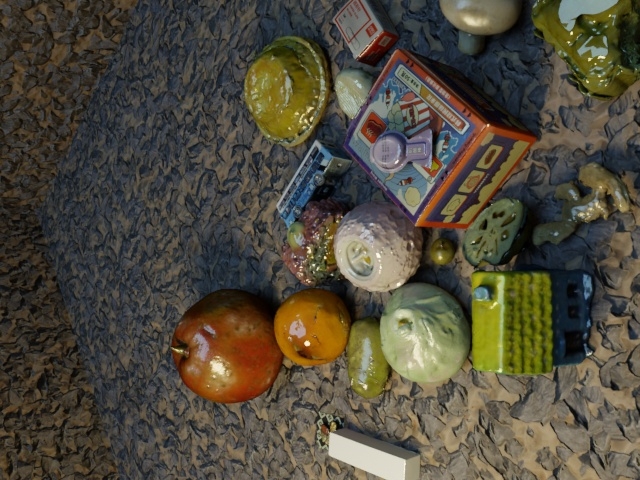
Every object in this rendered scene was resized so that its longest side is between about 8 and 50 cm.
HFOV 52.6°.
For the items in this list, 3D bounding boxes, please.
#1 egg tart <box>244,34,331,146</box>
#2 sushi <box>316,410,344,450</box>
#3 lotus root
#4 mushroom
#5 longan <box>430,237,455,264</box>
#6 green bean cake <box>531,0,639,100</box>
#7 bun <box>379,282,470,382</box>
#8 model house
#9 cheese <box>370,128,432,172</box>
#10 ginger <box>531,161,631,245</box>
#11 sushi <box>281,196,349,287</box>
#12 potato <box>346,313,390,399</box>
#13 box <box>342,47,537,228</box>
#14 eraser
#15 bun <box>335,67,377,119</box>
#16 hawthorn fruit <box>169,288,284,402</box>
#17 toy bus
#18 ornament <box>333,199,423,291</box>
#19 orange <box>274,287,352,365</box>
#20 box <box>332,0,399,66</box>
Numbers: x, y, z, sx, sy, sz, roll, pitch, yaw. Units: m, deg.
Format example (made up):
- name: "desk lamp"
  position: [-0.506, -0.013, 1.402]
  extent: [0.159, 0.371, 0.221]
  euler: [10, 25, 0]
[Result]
- name: "egg tart"
  position: [-0.136, -0.513, 2.205]
  extent: [0.387, 0.168, 0.388]
  euler: [4, 95, 42]
- name: "sushi"
  position: [0.023, 0.627, 2.103]
  extent: [0.126, 0.026, 0.120]
  euler: [-1, 89, 46]
- name: "lotus root"
  position: [0.456, -0.005, 1.629]
  extent: [0.204, 0.077, 0.183]
  euler: [-54, 26, 11]
- name: "mushroom"
  position: [0.415, -0.593, 1.652]
  extent: [0.206, 0.209, 0.207]
  euler: [-15, 56, 23]
- name: "longan"
  position: [0.332, 0.027, 1.768]
  extent: [0.075, 0.083, 0.075]
  euler: [-8, 58, 13]
- name: "green bean cake"
  position: [0.633, -0.491, 1.392]
  extent: [0.310, 0.202, 0.285]
  euler: [-47, 60, 34]
- name: "bun"
  position: [0.260, 0.257, 1.765]
  extent: [0.283, 0.179, 0.284]
  euler: [3, 94, 45]
- name: "model house"
  position: [0.455, 0.176, 1.497]
  extent: [0.215, 0.303, 0.238]
  euler: [-1, 89, 52]
- name: "cheese"
  position: [0.194, -0.218, 1.582]
  extent: [0.190, 0.042, 0.105]
  euler: [5, 96, 45]
- name: "ginger"
  position: [0.595, -0.083, 1.523]
  extent: [0.258, 0.065, 0.150]
  euler: [-39, 50, 44]
- name: "sushi"
  position: [0.000, 0.000, 2.004]
  extent: [0.171, 0.236, 0.270]
  euler: [50, 124, 46]
- name: "potato"
  position: [0.145, 0.346, 1.931]
  extent: [0.149, 0.113, 0.252]
  euler: [-11, 73, 51]
- name: "box"
  position: [0.296, -0.257, 1.689]
  extent: [0.349, 0.256, 0.319]
  euler: [54, 125, 32]
- name: "eraser"
  position: [0.156, 0.640, 1.932]
  extent: [0.298, 0.076, 0.078]
  euler: [5, 93, 45]
- name: "bun"
  position: [0.127, -0.448, 1.972]
  extent: [0.183, 0.102, 0.183]
  euler: [46, 155, 29]
- name: "hawthorn fruit"
  position: [-0.340, 0.359, 2.228]
  extent: [0.402, 0.402, 0.403]
  euler: [-1, 88, 45]
- name: "toy bus"
  position: [-0.026, -0.176, 2.120]
  extent: [0.297, 0.106, 0.131]
  euler: [-56, 51, 27]
- name: "ornament"
  position: [0.168, 0.014, 1.825]
  extent: [0.259, 0.225, 0.260]
  euler: [22, 127, 32]
- name: "orange"
  position: [-0.022, 0.268, 2.003]
  extent: [0.246, 0.246, 0.246]
  euler: [-1, 88, 45]
- name: "box"
  position: [0.137, -0.645, 1.968]
  extent: [0.133, 0.099, 0.182]
  euler: [-40, 63, 35]
